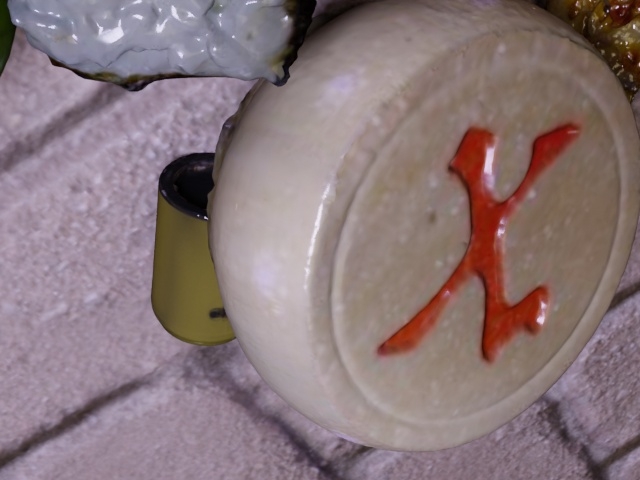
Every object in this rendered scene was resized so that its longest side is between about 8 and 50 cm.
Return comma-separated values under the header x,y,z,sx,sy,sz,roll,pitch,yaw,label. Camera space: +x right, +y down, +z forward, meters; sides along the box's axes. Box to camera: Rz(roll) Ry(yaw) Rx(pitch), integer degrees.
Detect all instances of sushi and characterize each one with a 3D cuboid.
x,y,z,sx,sy,sz,roll,pitch,yaw,label
-0.103,-0.247,0.558,0.196,0.182,0.343,-12,129,-9,sushi

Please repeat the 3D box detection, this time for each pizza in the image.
x,y,z,sx,sy,sz,roll,pitch,yaw,label
0.235,-0.186,0.808,0.127,0.058,0.246,9,126,-27,pizza

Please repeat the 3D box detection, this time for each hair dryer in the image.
x,y,z,sx,sy,sz,roll,pitch,yaw,label
0.000,0.000,0.862,0.278,0.090,0.135,-7,129,-23,hair dryer

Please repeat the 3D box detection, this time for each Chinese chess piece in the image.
x,y,z,sx,sy,sz,roll,pitch,yaw,label
0.081,-0.013,0.766,0.338,0.140,0.338,-13,115,-30,Chinese chess piece

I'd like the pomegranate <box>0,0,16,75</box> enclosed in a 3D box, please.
x,y,z,sx,sy,sz,roll,pitch,yaw,label
-0.276,-0.158,0.591,0.159,0.240,0.190,-49,162,-20,pomegranate
